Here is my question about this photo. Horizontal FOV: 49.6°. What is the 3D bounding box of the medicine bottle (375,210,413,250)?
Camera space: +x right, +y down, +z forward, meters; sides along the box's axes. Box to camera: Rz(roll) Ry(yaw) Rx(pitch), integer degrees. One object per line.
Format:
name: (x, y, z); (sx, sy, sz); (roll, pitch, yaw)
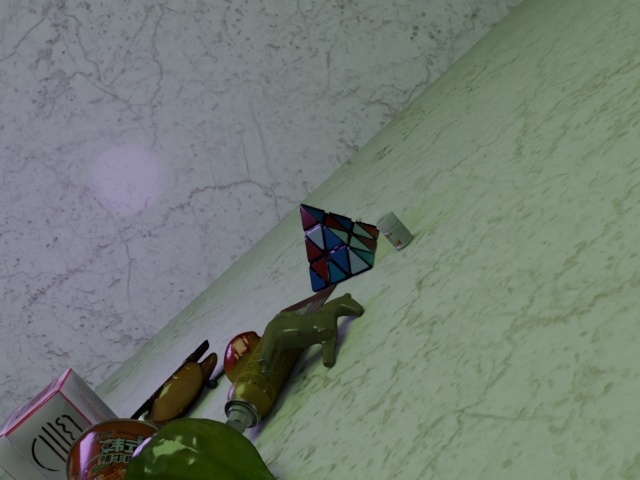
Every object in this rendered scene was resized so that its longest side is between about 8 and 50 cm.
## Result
medicine bottle: (0.191, -0.025, 1.781); (0.057, 0.089, 0.057); (-40, 11, 9)

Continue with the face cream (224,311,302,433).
face cream: (-0.128, 0.307, 1.605); (0.105, 0.105, 0.349); (-35, 14, 34)

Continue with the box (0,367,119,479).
box: (-0.891, 0.670, 2.369); (0.300, 0.314, 0.312); (-41, 11, -7)

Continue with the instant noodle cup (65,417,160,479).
instant noodle cup: (-0.442, 0.544, 1.506); (0.250, 0.250, 0.192); (-42, 19, 4)

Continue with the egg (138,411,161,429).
egg: (-0.526, 0.559, 2.102); (0.085, 0.085, 0.110); (-42, 22, 5)

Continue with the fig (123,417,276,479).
fig: (-0.188, 0.436, 1.232); (0.313, 0.233, 0.233); (5, 25, 9)

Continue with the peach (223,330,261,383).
peach: (-0.198, 0.308, 1.810); (0.151, 0.118, 0.151); (-42, -4, -4)

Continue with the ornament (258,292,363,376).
ornament: (-0.016, 0.203, 1.580); (0.230, 0.061, 0.245); (-9, 28, 10)

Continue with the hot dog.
hot dog: (-0.408, 0.441, 2.054); (0.326, 0.107, 0.194); (-47, -1, -20)

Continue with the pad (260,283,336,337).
pad: (-0.086, 0.232, 1.999); (0.299, 0.005, 0.202); (-29, 17, 50)

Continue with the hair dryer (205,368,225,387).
hair dryer: (-0.303, 0.408, 2.062); (0.083, 0.026, 0.047); (-41, 11, -31)

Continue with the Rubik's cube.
Rubik's cube: (0.000, 0.000, 1.981); (0.250, 0.234, 0.284); (-38, 13, 26)
